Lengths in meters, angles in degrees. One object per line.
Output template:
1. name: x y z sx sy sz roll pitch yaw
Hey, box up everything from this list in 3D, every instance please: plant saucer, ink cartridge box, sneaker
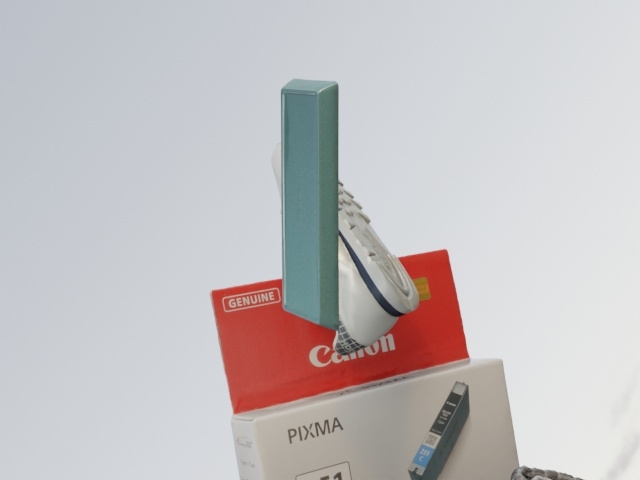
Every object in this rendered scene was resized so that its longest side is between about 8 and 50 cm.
1. plant saucer: -0.010 -0.028 0.774 0.018 0.067 0.192 -7 -77 -33
2. ink cartridge box: 0.052 0.154 1.010 0.296 0.066 0.261 -10 -91 -28
3. sneaker: 0.000 0.000 0.993 0.095 0.235 0.090 -42 -30 20

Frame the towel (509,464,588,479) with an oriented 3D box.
1. towel: 0.242 0.336 0.853 0.283 0.121 0.235 20 -80 -20
